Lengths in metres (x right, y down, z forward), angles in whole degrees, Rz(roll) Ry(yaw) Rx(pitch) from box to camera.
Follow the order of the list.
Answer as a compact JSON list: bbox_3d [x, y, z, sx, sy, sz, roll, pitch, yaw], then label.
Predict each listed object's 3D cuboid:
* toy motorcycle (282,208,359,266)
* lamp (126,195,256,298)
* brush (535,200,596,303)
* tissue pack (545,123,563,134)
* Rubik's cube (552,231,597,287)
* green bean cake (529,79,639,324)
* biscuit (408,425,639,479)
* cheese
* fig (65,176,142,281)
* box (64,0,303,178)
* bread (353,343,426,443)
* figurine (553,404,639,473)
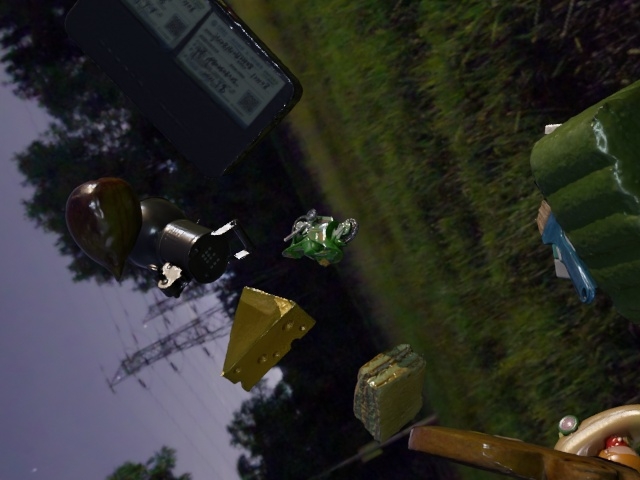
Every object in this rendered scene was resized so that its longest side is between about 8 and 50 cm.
[{"bbox_3d":[0.000,0.000,1.248,0.074,0.106,0.190,32,163,-37],"label":"toy motorcycle"},{"bbox_3d":[-0.258,0.018,1.149,0.227,0.172,0.147,21,149,41],"label":"lamp"},{"bbox_3d":[0.267,0.009,0.680,0.164,0.014,0.051,-90,2,-51],"label":"brush"},{"bbox_3d":[0.530,-0.227,1.315,0.056,0.108,0.023,10,94,53],"label":"tissue pack"},{"bbox_3d":[0.614,-0.020,1.309,0.213,0.265,0.224,-169,66,-69],"label":"Rubik's cube"},{"bbox_3d":[0.360,-0.059,0.648,0.222,0.248,0.125,58,152,4],"label":"green bean cake"},{"bbox_3d":[0.199,0.207,0.572,0.180,0.236,0.039,88,-166,-73],"label":"biscuit"},{"bbox_3d":[-0.112,0.189,1.144,0.126,0.171,0.093,16,159,35],"label":"cheese"},{"bbox_3d":[-0.312,-0.014,0.915,0.109,0.103,0.155,-6,101,51],"label":"fig"},{"bbox_3d":[-0.212,-0.282,0.961,0.350,0.211,0.058,47,-165,0],"label":"box"},{"bbox_3d":[0.141,0.303,1.271,0.102,0.138,0.196,38,148,36],"label":"bread"},{"bbox_3d":[0.711,0.516,1.520,0.124,0.324,0.222,46,-152,-16],"label":"figurine"}]
